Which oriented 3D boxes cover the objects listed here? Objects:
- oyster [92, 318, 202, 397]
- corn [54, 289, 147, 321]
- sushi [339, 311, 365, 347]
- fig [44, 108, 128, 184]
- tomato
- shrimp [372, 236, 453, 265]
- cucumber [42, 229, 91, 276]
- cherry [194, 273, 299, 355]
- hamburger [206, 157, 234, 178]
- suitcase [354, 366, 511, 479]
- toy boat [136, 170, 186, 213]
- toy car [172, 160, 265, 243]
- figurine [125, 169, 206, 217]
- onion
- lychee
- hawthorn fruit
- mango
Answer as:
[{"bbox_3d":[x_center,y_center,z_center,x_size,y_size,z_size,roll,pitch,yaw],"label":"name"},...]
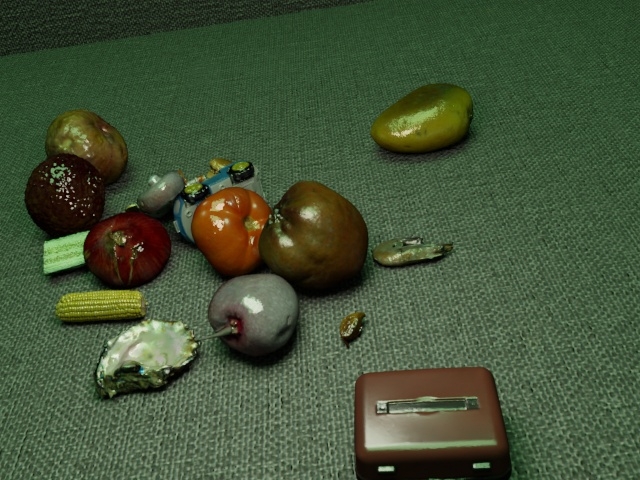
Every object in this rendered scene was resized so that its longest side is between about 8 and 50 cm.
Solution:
[{"bbox_3d":[-0.424,0.284,1.566,0.259,0.092,0.198,-29,42,-36],"label":"oyster"},{"bbox_3d":[-0.585,0.174,1.730,0.248,0.081,0.081,-4,39,7],"label":"corn"},{"bbox_3d":[0.077,0.213,1.586,0.050,0.047,0.099,16,61,44],"label":"sushi"},{"bbox_3d":[-0.860,-0.268,2.226,0.368,0.286,0.286,-36,40,7],"label":"fig"},{"bbox_3d":[-0.242,-0.028,1.806,0.180,0.260,0.260,-22,26,39],"label":"tomato"},{"bbox_3d":[0.253,0.022,1.787,0.223,0.047,0.126,-7,29,4],"label":"shrimp"},{"bbox_3d":[-0.699,0.034,1.930,0.243,0.063,0.115,-15,64,-15],"label":"cucumber"},{"bbox_3d":[-0.158,0.177,1.562,0.213,0.184,0.266,26,45,21],"label":"cherry"},{"bbox_3d":[-0.296,-0.213,2.107,0.147,0.083,0.138,25,8,5],"label":"hamburger"},{"bbox_3d":[0.212,0.372,1.272,0.297,0.161,0.236,-5,38,6],"label":"suitcase"},{"bbox_3d":[-0.472,-0.152,1.876,0.155,0.085,0.227,-40,18,-10],"label":"toy boat"},{"bbox_3d":[-0.312,-0.120,1.953,0.314,0.198,0.166,-30,35,-23],"label":"toy car"},{"bbox_3d":[-0.487,-0.145,2.058,0.271,0.143,0.143,-8,39,-2],"label":"figurine"},{"bbox_3d":[-0.552,0.015,1.846,0.248,0.161,0.248,2,40,-2],"label":"onion"},{"bbox_3d":[-0.792,-0.140,2.012,0.260,0.261,0.261,-5,39,4],"label":"lychee"},{"bbox_3d":[0.000,0.000,1.695,0.268,0.301,0.268,-41,33,34],"label":"hawthorn fruit"},{"bbox_3d":[0.343,-0.407,2.176,0.365,0.182,0.253,-17,41,-10],"label":"mango"}]
